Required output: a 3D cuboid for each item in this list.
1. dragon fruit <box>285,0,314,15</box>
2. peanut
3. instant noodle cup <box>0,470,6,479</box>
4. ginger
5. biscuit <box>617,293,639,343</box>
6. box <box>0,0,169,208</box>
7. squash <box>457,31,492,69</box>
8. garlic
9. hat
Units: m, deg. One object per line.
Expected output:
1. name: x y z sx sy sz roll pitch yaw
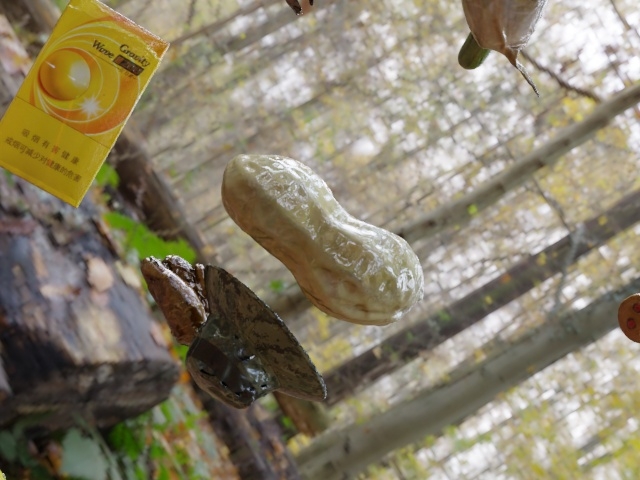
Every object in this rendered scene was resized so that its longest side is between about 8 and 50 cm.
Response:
1. dragon fruit: -0.032 -0.436 1.715 0.130 0.142 0.121 48 -45 -14
2. peanut: 0.000 0.000 1.435 0.313 0.149 0.149 43 -4 -12
3. instant noodle cup: -0.541 0.420 1.687 0.144 0.182 0.182 60 -7 -18
4. ginger: -0.215 0.085 1.772 0.162 0.073 0.103 60 32 2
5. biscuit: 0.628 0.170 1.931 0.250 0.036 0.165 30 -70 37
6. box: -0.341 -0.197 1.548 0.152 0.269 0.043 29 -2 -17
7. squash: 0.368 -0.459 2.466 0.069 0.069 0.239 58 -26 16
8. garlic: 0.207 -0.262 1.136 0.128 0.198 0.090 19 4 -12
9. hat: -0.122 0.172 1.615 0.265 0.128 0.265 42 -17 16
